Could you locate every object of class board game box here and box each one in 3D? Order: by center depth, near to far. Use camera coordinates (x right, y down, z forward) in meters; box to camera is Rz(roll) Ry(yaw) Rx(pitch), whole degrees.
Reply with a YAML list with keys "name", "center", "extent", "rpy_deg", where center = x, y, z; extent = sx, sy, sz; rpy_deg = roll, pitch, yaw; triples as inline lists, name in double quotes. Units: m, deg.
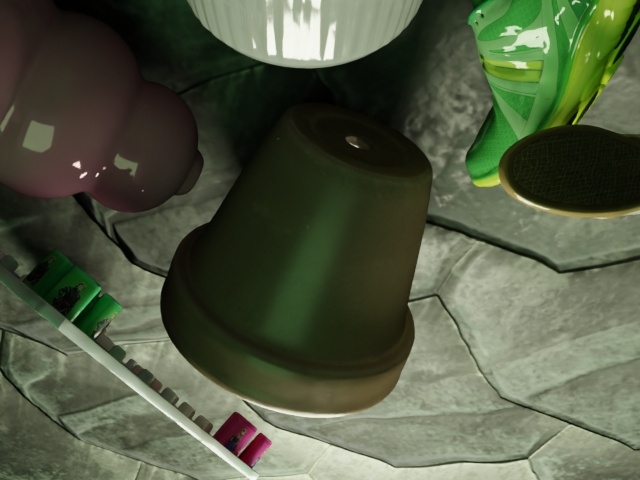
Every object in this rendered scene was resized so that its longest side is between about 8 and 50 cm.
- name: "board game box"
  center: [-0.257, 0.069, 0.898]
  extent: [0.390, 0.050, 0.390]
  rpy_deg: [29, 162, 36]

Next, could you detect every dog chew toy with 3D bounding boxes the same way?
- name: "dog chew toy"
  center: [-0.260, -0.134, 0.786]
  extent: [0.332, 0.206, 0.206]
  rpy_deg: [27, 136, -23]

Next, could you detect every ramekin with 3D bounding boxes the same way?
- name: "ramekin"
  center: [-0.012, -0.220, 0.617]
  extent: [0.207, 0.207, 0.109]
  rpy_deg: [12, 146, 5]

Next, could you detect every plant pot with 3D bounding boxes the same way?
- name: "plant pot"
  center: [0.000, 0.000, 0.830]
  extent: [0.263, 0.263, 0.229]
  rpy_deg: [21, 118, -5]

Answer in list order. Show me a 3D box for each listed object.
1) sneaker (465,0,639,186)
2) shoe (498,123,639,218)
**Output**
- name: "sneaker"
  center: [0.180, -0.163, 0.704]
  extent: [0.123, 0.109, 0.295]
  rpy_deg: [39, 144, 17]
- name: "shoe"
  center: [0.242, -0.052, 0.694]
  extent: [0.219, 0.076, 0.058]
  rpy_deg: [-3, 166, -13]
